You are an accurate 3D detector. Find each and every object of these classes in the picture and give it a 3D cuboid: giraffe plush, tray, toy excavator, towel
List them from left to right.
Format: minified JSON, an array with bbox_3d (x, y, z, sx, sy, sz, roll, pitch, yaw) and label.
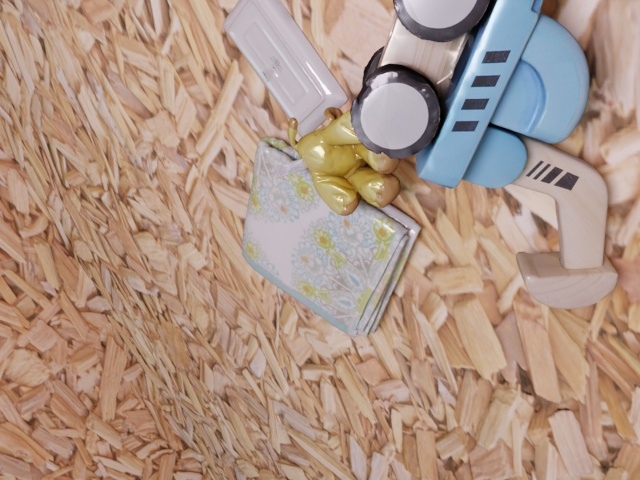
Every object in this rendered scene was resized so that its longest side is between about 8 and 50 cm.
[{"bbox_3d":[-0.076,-0.329,0.986,0.270,0.030,0.145,54,138,-5],"label":"tray"},{"bbox_3d":[0.000,0.000,1.116,0.374,0.090,0.321,33,131,17],"label":"towel"},{"bbox_3d":[0.049,-0.154,0.911,0.210,0.170,0.182,6,119,23],"label":"giraffe plush"},{"bbox_3d":[0.261,-0.138,0.719,0.444,0.222,0.433,18,119,0],"label":"toy excavator"}]
